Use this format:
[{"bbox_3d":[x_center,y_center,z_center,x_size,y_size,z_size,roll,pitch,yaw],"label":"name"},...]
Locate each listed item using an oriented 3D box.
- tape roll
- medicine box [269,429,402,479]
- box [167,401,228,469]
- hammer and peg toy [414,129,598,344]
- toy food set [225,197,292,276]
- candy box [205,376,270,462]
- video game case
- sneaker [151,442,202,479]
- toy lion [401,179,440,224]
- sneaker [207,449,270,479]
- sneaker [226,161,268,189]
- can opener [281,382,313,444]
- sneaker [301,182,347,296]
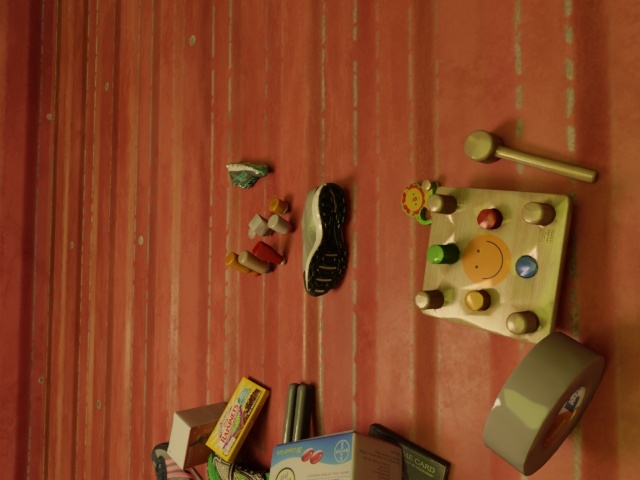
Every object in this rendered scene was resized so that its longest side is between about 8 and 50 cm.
[{"bbox_3d":[0.349,0.253,0.829,0.072,0.219,0.219,33,110,40],"label":"tape roll"},{"bbox_3d":[0.020,0.565,1.083,0.263,0.149,0.289,-28,43,40],"label":"medicine box"},{"bbox_3d":[-0.329,0.549,1.511,0.091,0.170,0.130,21,103,43],"label":"box"},{"bbox_3d":[0.312,-0.017,0.943,0.266,0.127,0.361,12,96,44],"label":"hammer and peg toy"},{"bbox_3d":[-0.140,0.008,1.432,0.232,0.104,0.111,-52,39,7],"label":"toy food set"},{"bbox_3d":[-0.225,0.484,1.450,0.105,0.027,0.206,12,67,46],"label":"candy box"},{"bbox_3d":[0.163,0.559,1.132,0.196,0.026,0.274,15,97,44],"label":"video game case"},{"bbox_3d":[-0.474,0.749,1.670,0.319,0.131,0.112,23,104,43],"label":"sneaker"},{"bbox_3d":[0.212,-0.077,1.117,0.096,0.034,0.100,-33,66,46],"label":"toy lion"},{"bbox_3d":[-0.164,0.642,1.394,0.344,0.134,0.146,30,97,36],"label":"sneaker"},{"bbox_3d":[-0.203,-0.182,1.517,0.166,0.065,0.076,12,112,47],"label":"sneaker"},{"bbox_3d":[-0.052,0.497,1.313,0.074,0.093,0.280,-10,72,42],"label":"can opener"},{"bbox_3d":[0.000,0.000,1.284,0.108,0.100,0.271,2,85,58],"label":"sneaker"}]
